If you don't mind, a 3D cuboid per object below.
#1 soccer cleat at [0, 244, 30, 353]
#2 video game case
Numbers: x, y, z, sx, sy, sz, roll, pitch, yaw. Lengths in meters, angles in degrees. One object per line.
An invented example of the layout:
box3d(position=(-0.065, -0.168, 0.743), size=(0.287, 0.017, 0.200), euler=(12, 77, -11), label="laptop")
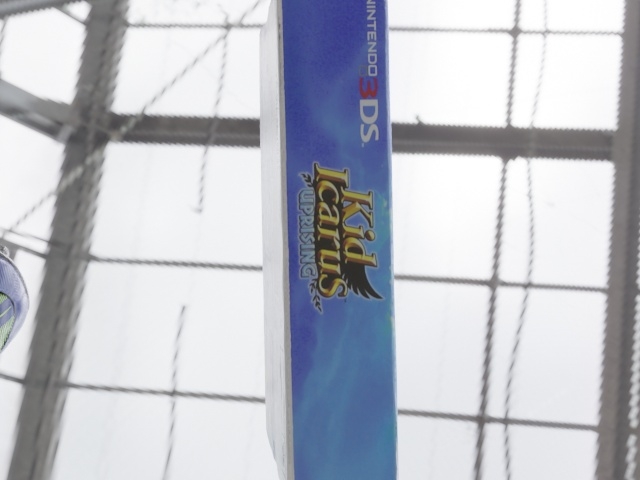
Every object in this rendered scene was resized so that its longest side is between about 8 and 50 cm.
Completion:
box3d(position=(-0.338, 0.063, 0.956), size=(0.289, 0.121, 0.093), euler=(-10, -70, 18), label="soccer cleat")
box3d(position=(0.000, 0.000, 0.806), size=(0.061, 0.244, 0.269), euler=(-1, -87, -6), label="video game case")
